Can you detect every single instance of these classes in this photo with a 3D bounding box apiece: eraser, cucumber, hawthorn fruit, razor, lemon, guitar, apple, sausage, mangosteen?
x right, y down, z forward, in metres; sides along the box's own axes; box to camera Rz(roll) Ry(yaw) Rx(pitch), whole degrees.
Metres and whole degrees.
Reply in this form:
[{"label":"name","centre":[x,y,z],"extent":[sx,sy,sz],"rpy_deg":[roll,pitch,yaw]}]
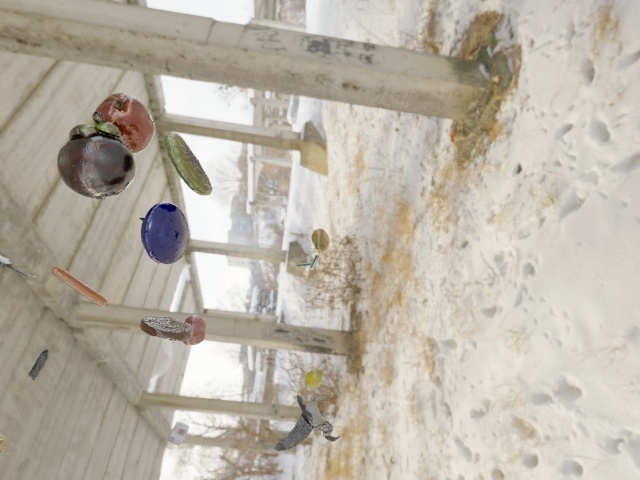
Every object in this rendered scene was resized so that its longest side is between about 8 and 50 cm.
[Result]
[{"label":"eraser","centre":[-0.626,0.852,1.832],"extent":[0.105,0.064,0.026],"rpy_deg":[-60,13,14]},{"label":"cucumber","centre":[-1.501,0.660,2.219],"extent":[0.182,0.053,0.053],"rpy_deg":[-60,4,-1]},{"label":"hawthorn fruit","centre":[-0.939,-0.562,1.985],"extent":[0.300,0.274,0.276],"rpy_deg":[111,166,-57]},{"label":"razor","centre":[-0.071,0.128,2.227],"extent":[0.211,0.035,0.084],"rpy_deg":[-17,43,61]},{"label":"lemon","centre":[-0.026,0.526,1.578],"extent":[0.092,0.065,0.065],"rpy_deg":[-47,6,0]},{"label":"guitar","centre":[-1.423,0.114,1.900],"extent":[0.025,0.233,0.088],"rpy_deg":[-57,22,0]},{"label":"apple","centre":[-0.643,0.459,2.117],"extent":[0.153,0.119,0.154],"rpy_deg":[-166,90,-75]},{"label":"sausage","centre":[-1.266,0.249,2.192],"extent":[0.348,0.053,0.053],"rpy_deg":[49,-154,-32]},{"label":"mangosteen","centre":[-0.903,-0.320,1.688],"extent":[0.311,0.310,0.312],"rpy_deg":[-173,90,-86]}]

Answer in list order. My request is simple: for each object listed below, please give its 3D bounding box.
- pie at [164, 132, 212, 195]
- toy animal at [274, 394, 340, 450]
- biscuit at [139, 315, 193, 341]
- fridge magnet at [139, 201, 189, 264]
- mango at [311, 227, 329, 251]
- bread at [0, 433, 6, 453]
[{"label":"pie","centre":[-0.575,-0.333,1.843],"extent":[0.323,0.070,0.323],"rpy_deg":[59,-175,-8]},{"label":"toy animal","centre":[-0.007,0.602,1.388],"extent":[0.272,0.197,0.160],"rpy_deg":[-38,44,43]},{"label":"biscuit","centre":[-0.565,0.325,1.528],"extent":[0.192,0.191,0.050],"rpy_deg":[-132,57,-84]},{"label":"fridge magnet","centre":[-0.656,-0.030,1.758],"extent":[0.265,0.112,0.266],"rpy_deg":[1,-90,-67]},{"label":"mango","centre":[0.003,0.004,2.119],"extent":[0.165,0.089,0.115],"rpy_deg":[-107,-10,-52]},{"label":"bread","centre":[-1.381,0.797,1.624],"extent":[0.107,0.240,0.136],"rpy_deg":[95,-166,-63]}]
